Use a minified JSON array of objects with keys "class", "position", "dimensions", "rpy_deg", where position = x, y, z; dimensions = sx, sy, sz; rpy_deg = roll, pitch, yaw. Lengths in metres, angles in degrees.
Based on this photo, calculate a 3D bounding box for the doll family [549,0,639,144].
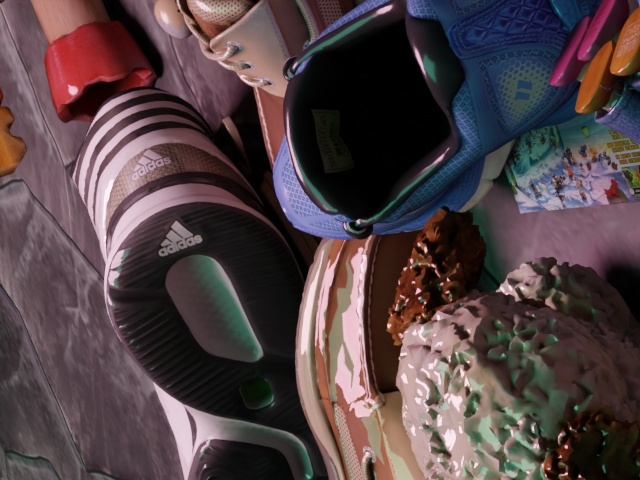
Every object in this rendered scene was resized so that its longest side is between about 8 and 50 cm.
[{"class":"doll family","position":[0.194,-0.045,0.711],"dimensions":[0.163,0.118,0.263],"rpy_deg":[27,156,-8]}]

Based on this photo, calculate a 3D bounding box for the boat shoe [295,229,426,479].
[{"class":"boat shoe","position":[0.070,0.137,1.148],"dimensions":[0.120,0.123,0.324],"rpy_deg":[13,114,50]}]

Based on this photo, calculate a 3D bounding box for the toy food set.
[{"class":"toy food set","position":[0.000,0.000,1.265],"dimensions":[0.192,0.039,0.132],"rpy_deg":[59,176,11]}]

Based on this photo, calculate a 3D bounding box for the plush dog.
[{"class":"plush dog","position":[0.110,0.107,0.896],"dimensions":[0.262,0.211,0.225],"rpy_deg":[43,171,41]}]

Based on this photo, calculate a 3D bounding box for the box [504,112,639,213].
[{"class":"box","position":[0.134,-0.065,0.957],"dimensions":[0.137,0.027,0.094],"rpy_deg":[-4,109,64]}]

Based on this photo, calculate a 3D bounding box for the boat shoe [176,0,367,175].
[{"class":"boat shoe","position":[-0.033,-0.153,1.097],"dimensions":[0.123,0.116,0.324],"rpy_deg":[39,145,44]}]

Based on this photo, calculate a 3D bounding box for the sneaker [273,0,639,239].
[{"class":"sneaker","position":[0.030,-0.070,0.949],"dimensions":[0.129,0.147,0.330],"rpy_deg":[65,156,7]}]

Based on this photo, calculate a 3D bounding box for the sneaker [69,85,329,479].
[{"class":"sneaker","position":[-0.063,0.066,1.380],"dimensions":[0.257,0.169,0.447],"rpy_deg":[-111,4,-48]}]

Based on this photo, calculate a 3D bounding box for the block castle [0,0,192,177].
[{"class":"block castle","position":[-0.320,-0.135,1.291],"dimensions":[0.212,0.453,0.303],"rpy_deg":[65,156,13]}]

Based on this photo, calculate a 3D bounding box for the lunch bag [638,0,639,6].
[{"class":"lunch bag","position":[0.136,-0.130,0.486],"dimensions":[0.303,0.115,0.243],"rpy_deg":[68,169,-11]}]
